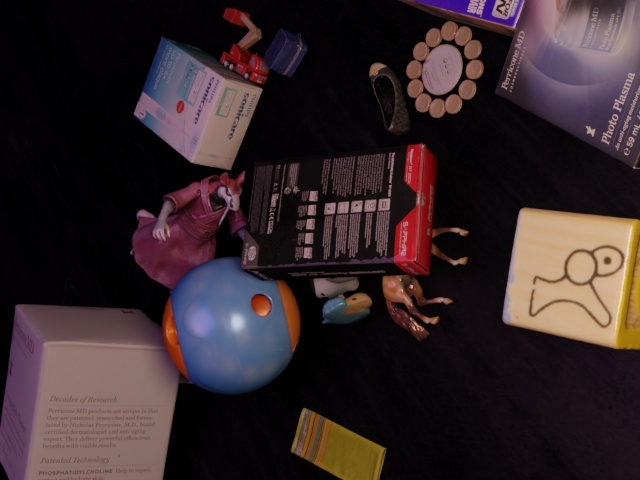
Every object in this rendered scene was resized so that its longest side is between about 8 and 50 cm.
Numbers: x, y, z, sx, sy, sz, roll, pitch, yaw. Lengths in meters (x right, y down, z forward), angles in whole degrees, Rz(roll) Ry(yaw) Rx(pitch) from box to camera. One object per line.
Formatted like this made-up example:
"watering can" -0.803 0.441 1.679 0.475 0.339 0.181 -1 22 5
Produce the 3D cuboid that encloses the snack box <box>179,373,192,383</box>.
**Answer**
"snack box" -0.282 0.249 2.227 0.207 0.070 0.174 -10 78 44

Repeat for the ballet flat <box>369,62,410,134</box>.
"ballet flat" 0.134 -0.287 1.890 0.057 0.049 0.173 -38 59 35

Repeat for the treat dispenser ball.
"treat dispenser ball" -0.185 0.177 1.983 0.288 0.288 0.288 -8 79 45

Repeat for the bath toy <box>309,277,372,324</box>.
"bath toy" 0.000 0.000 1.933 0.151 0.129 0.348 -40 57 35

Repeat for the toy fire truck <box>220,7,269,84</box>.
"toy fire truck" -0.175 -0.458 2.229 0.192 0.047 0.135 36 109 41

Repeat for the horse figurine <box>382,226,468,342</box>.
"horse figurine" 0.182 0.054 1.786 0.174 0.066 0.263 21 97 37

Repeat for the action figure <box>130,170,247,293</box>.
"action figure" -0.271 -0.042 2.210 0.370 0.248 0.275 -50 26 30

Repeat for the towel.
"towel" 0.032 0.425 1.919 0.237 0.021 0.102 17 98 45

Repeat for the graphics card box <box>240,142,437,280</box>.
"graphics card box" 0.034 -0.047 1.802 0.371 0.094 0.232 -4 71 27

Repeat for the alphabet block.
"alphabet block" 0.422 0.058 1.450 0.197 0.193 0.192 11 94 46

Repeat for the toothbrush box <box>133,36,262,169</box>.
"toothbrush box" -0.300 -0.331 2.284 0.295 0.126 0.216 39 112 40

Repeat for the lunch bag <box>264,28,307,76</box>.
"lunch bag" -0.072 -0.419 2.108 0.098 0.065 0.067 -55 35 27

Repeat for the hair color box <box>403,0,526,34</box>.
"hair color box" 0.280 -0.432 1.666 0.339 0.185 0.110 28 105 44

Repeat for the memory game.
"memory game" 0.237 -0.326 1.818 0.186 0.012 0.186 -7 81 45

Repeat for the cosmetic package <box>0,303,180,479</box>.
"cosmetic package" -0.552 0.384 2.242 0.329 0.327 0.393 24 106 59

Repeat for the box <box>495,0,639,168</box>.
"box" 0.460 -0.302 1.432 0.294 0.183 0.296 40 126 42
